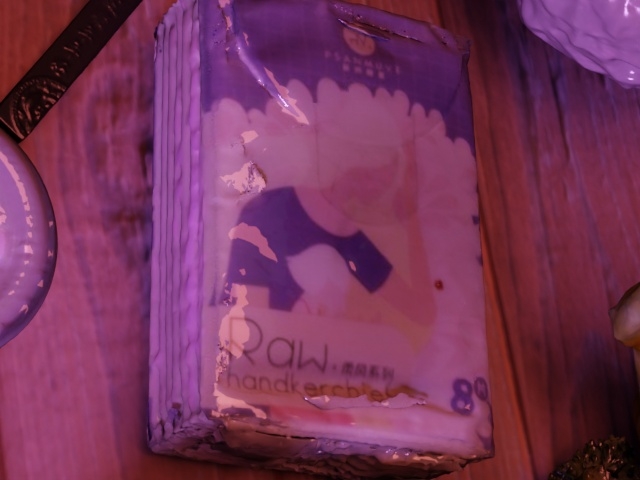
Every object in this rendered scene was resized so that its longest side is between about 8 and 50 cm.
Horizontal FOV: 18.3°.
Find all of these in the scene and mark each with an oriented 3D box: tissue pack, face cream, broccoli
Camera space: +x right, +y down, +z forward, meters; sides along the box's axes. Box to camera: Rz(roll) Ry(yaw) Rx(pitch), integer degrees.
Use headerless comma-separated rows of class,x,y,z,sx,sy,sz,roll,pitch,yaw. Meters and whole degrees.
tissue pack,0.000,0.000,1.433,0.242,0.125,0.343,11,67,-30
face cream,-0.270,0.012,1.236,0.177,0.153,0.177,13,63,-27
broccoli,0.208,0.197,1.507,0.097,0.092,0.095,-13,64,-18

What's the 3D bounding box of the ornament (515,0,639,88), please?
ornament,0.297,-0.276,1.624,0.337,0.337,0.337,13,64,-28

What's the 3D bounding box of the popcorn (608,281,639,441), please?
popcorn,0.379,0.138,1.525,0.274,0.279,0.335,-13,68,5

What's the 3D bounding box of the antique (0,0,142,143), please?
antique,-0.177,-0.142,1.446,0.031,0.015,0.192,42,54,-11
